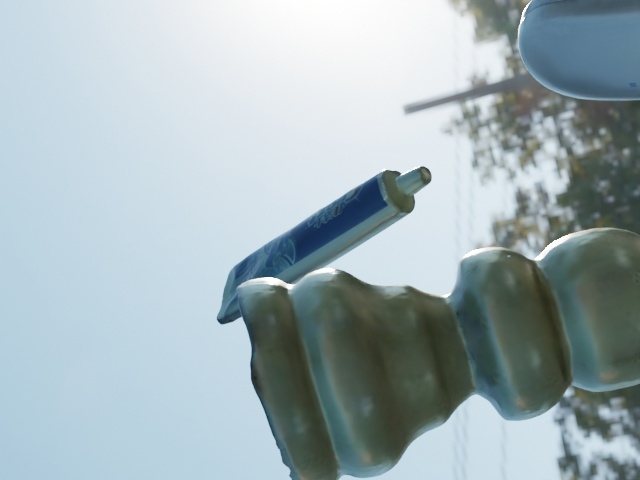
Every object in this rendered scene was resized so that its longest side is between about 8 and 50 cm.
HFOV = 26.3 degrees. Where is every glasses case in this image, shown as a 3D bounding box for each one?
[{"bbox_3d":[0.232,-0.128,0.811,0.092,0.233,0.059,49,-136,-50],"label":"glasses case"}]

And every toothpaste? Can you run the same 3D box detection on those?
[{"bbox_3d":[0.000,-0.001,1.320,0.047,0.268,0.069,13,-128,-50],"label":"toothpaste"}]

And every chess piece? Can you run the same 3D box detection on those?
[{"bbox_3d":[0.116,0.077,1.058,0.182,0.330,0.182,-15,-90,-88],"label":"chess piece"}]
